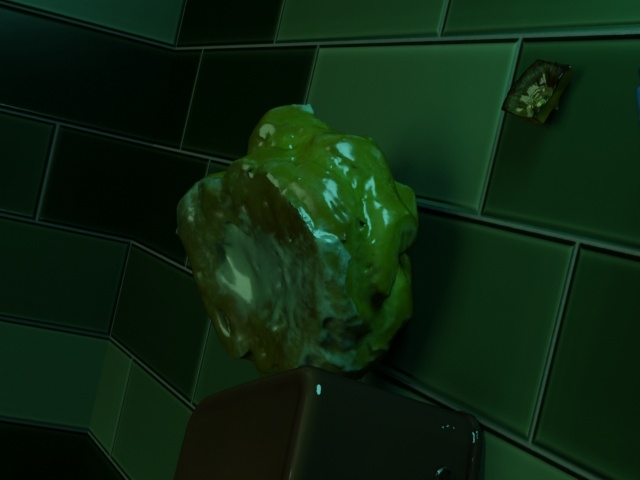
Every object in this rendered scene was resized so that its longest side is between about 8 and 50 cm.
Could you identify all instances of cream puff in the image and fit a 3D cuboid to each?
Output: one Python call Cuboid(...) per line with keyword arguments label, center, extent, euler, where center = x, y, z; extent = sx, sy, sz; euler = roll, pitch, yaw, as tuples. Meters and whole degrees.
Cuboid(label="cream puff", center=(0.000, 0.000, 1.768), extent=(0.378, 0.275, 0.378), euler=(20, 117, 45))

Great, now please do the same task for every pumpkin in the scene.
Cuboid(label="pumpkin", center=(0.248, -0.166, 1.523), extent=(0.073, 0.035, 0.101), euler=(-63, 21, 6))

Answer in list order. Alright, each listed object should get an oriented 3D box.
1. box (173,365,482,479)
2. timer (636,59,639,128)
Cuboid(label="box", center=(-0.009, 0.296, 1.577), extent=(0.339, 0.229, 0.240), euler=(-24, 48, 56))
Cuboid(label="timer", center=(0.390, -0.196, 1.096), extent=(0.340, 0.115, 0.309), euler=(14, 89, 68))
